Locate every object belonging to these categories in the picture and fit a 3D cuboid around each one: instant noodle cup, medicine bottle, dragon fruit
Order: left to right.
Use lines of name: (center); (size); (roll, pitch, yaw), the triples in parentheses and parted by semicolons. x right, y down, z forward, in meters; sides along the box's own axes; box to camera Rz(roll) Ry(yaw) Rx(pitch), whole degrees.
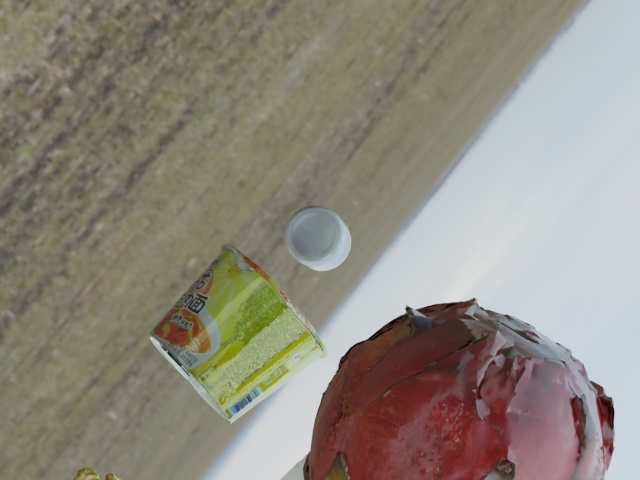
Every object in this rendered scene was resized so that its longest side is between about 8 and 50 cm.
instant noodle cup: (-0.147, 0.165, 2.008); (0.200, 0.264, 0.264); (-43, 175, -12)
medicine bottle: (0.000, 0.000, 1.603); (0.080, 0.080, 0.130); (-52, 170, 0)
dragon fruit: (0.135, 0.211, 1.175); (0.295, 0.296, 0.301); (-38, 151, -78)

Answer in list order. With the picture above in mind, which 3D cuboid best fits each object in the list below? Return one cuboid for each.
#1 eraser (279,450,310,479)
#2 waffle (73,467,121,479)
eraser: (0.046, 0.453, 2.036); (0.157, 0.230, 0.038); (-45, 173, 13)
waffle: (-0.355, 0.441, 1.748); (0.229, 0.219, 0.057); (-9, 158, -8)
